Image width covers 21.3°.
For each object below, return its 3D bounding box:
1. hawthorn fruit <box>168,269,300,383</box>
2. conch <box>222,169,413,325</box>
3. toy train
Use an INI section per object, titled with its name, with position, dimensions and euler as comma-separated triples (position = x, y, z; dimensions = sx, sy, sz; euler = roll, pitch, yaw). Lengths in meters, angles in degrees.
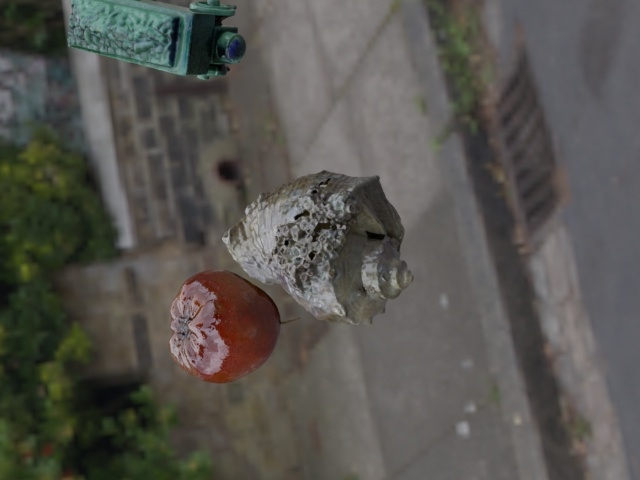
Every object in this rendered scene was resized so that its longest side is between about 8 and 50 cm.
[hawthorn fruit]
position = -0.101, 0.099, 1.830
dimensions = 0.125, 0.140, 0.125
euler = -33, 36, 29
[conch]
position = 0.000, 0.000, 2.004
dimensions = 0.178, 0.245, 0.163
euler = -59, -30, -36
[toy train]
position = -0.145, -0.179, 1.450
dimensions = 0.172, 0.099, 0.070
euler = 17, 105, 36
